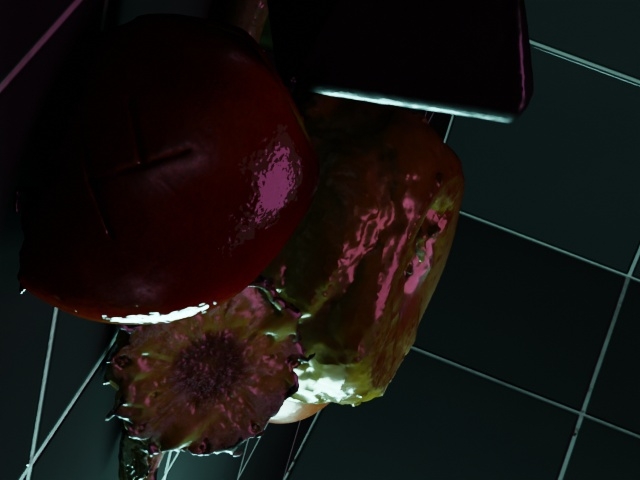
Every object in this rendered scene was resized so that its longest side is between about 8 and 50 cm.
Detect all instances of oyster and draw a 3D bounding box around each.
[{"bbox_3d":[-0.175,0.197,1.911,0.103,0.051,0.148,0,101,-72],"label":"oyster"}]

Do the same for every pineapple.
[{"bbox_3d":[-0.109,0.107,1.745,0.047,0.221,0.221,50,-52,52],"label":"pineapple"}]

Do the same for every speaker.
[{"bbox_3d":[0.056,-0.269,1.392,0.388,0.180,0.184,-100,-158,-51],"label":"speaker"}]

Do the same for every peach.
[{"bbox_3d":[-0.120,-0.046,1.317,0.196,0.226,0.190,60,3,-35],"label":"peach"}]

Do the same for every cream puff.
[{"bbox_3d":[0.000,0.000,1.929,0.343,0.231,0.327,-26,132,-70],"label":"cream puff"}]

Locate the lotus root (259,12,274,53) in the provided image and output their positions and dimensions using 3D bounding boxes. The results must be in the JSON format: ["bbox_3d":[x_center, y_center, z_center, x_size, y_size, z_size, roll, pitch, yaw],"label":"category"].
[{"bbox_3d":[0.040,-0.238,1.792,0.186,0.186,0.186,21,90,-83],"label":"lotus root"}]

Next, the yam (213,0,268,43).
[{"bbox_3d":[-0.066,-0.193,1.614,0.046,0.046,0.264,-53,162,-66],"label":"yam"}]

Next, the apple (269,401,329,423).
[{"bbox_3d":[-0.044,0.110,2.145,0.168,0.181,0.181,111,5,-48],"label":"apple"}]

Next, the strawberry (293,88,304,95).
[{"bbox_3d":[-0.001,-0.131,2.215,0.146,0.082,0.187,113,-2,-57],"label":"strawberry"}]
